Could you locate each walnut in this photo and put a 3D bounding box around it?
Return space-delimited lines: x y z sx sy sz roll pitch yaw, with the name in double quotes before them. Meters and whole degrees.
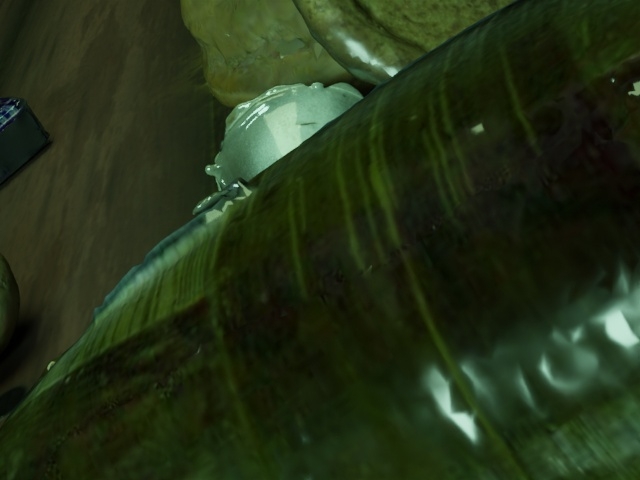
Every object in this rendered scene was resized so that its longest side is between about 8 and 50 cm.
"walnut" 0.010 -0.164 0.944 0.245 0.198 0.198 -12 32 41

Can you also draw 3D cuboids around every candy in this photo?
"candy" -0.406 -0.027 1.363 0.312 0.061 0.088 -46 28 -23

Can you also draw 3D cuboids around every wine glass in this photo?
"wine glass" 0.000 0.000 0.769 0.122 0.122 0.183 -28 31 13

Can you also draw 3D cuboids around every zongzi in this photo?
"zongzi" 0.074 0.013 0.582 0.403 0.208 0.432 -31 10 23

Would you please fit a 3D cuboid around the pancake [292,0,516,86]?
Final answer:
"pancake" 0.117 -0.194 0.826 0.033 0.288 0.286 112 167 -66

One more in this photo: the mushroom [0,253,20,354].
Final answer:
"mushroom" -0.289 0.056 1.006 0.148 0.112 0.148 -36 19 14
